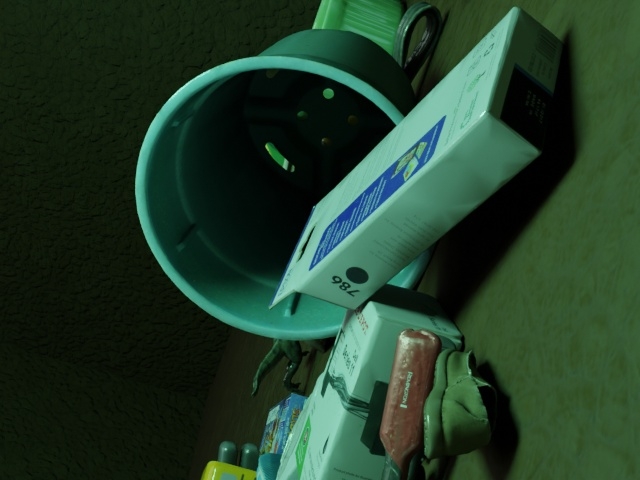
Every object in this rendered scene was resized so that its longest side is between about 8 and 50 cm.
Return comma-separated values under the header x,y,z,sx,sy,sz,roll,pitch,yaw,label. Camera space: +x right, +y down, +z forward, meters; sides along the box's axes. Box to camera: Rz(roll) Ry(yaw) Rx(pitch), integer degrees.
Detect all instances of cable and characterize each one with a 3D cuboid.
x,y,z,sx,sy,sz,roll,pitch,yaw,label
0.108,-0.203,1.377,0.287,0.139,0.072,-51,37,13,cable

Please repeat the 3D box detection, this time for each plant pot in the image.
x,y,z,sx,sy,sz,roll,pitch,yaw,label
-0.013,-0.104,1.174,0.334,0.341,0.341,-69,0,-63,plant pot

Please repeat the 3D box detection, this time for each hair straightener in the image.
x,y,z,sx,sy,sz,roll,pitch,yaw,label
0.082,0.192,0.788,0.089,0.047,0.230,20,-105,-62,hair straightener

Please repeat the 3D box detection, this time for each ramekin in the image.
x,y,z,sx,sy,sz,roll,pitch,yaw,label
0.052,-0.359,1.822,0.303,0.148,0.303,-163,90,-82,ramekin

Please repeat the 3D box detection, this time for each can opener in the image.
x,y,z,sx,sy,sz,roll,pitch,yaw,label
-0.156,0.479,1.578,0.095,0.076,0.283,166,111,-79,can opener

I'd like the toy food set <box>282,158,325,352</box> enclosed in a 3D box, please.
x,y,z,sx,sy,sz,roll,pitch,yaw,label
0.000,0.000,1.468,0.219,0.093,0.306,57,-139,-63,toy food set

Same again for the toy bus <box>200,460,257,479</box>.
x,y,z,sx,sy,sz,roll,pitch,yaw,label
-0.154,0.517,1.414,0.108,0.130,0.332,121,165,-61,toy bus

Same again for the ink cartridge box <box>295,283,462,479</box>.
x,y,z,sx,sy,sz,roll,pitch,yaw,label
0.051,0.155,0.906,0.153,0.087,0.208,-113,41,-78,ink cartridge box

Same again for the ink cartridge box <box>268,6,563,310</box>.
x,y,z,sx,sy,sz,roll,pitch,yaw,label
0.080,-0.051,0.858,0.333,0.065,0.165,-42,19,44,ink cartridge box

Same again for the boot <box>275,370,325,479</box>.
x,y,z,sx,sy,sz,roll,pitch,yaw,label
-0.006,0.279,1.096,0.123,0.095,0.258,109,-176,-65,boot

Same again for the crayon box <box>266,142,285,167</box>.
x,y,z,sx,sy,sz,roll,pitch,yaw,label
-0.056,-0.069,1.797,0.322,0.083,0.203,67,158,16,crayon box

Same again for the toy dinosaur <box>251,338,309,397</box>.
x,y,z,sx,sy,sz,roll,pitch,yaw,label
-0.052,0.186,1.570,0.118,0.064,0.268,75,-147,-42,toy dinosaur

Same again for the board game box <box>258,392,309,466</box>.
x,y,z,sx,sy,sz,roll,pitch,yaw,label
-0.069,0.338,1.565,0.201,0.035,0.136,128,158,-69,board game box

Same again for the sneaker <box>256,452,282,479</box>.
x,y,z,sx,sy,sz,roll,pitch,yaw,label
-0.048,0.347,1.206,0.228,0.088,0.092,-94,17,-77,sneaker

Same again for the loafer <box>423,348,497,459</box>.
x,y,z,sx,sy,sz,roll,pitch,yaw,label
0.109,0.125,0.707,0.148,0.050,0.056,-50,-38,-69,loafer
